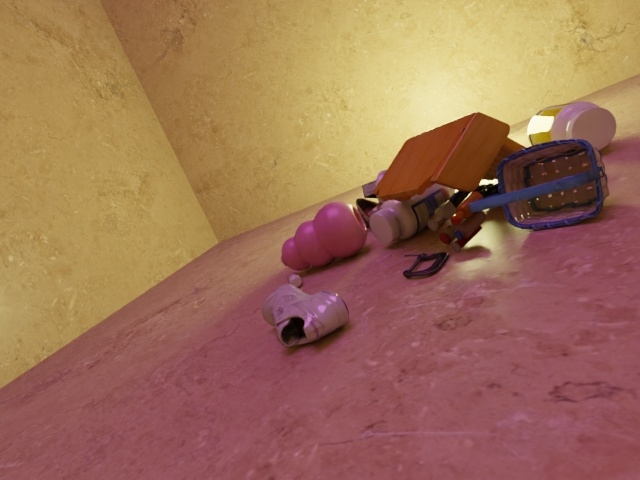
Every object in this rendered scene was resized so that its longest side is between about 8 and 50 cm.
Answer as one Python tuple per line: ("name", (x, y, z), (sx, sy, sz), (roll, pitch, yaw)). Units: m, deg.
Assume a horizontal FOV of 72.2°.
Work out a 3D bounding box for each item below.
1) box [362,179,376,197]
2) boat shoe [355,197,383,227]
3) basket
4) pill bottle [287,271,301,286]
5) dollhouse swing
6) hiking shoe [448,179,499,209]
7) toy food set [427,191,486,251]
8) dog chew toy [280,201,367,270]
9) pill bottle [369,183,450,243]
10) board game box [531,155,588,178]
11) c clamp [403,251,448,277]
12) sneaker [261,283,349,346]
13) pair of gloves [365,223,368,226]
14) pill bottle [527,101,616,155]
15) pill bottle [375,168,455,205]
("box", (0.399, -0.270, 2.104), (0.293, 0.073, 0.295), (-15, -7, 37))
("boat shoe", (0.221, -0.115, 1.851), (0.104, 0.089, 0.285), (-36, 22, -11))
("basket", (0.523, -0.126, 1.036), (0.289, 0.201, 0.254), (-22, 6, -42))
("pill bottle", (-0.089, 0.136, 1.507), (0.043, 0.043, 0.083), (-26, 11, -9))
("dollhouse swing", (0.408, -0.176, 1.294), (0.315, 0.305, 0.347), (-57, 18, -12))
("hiking shoe", (0.532, -0.149, 1.437), (0.226, 0.086, 0.114), (-21, 8, 10))
("toy food set", (0.355, -0.037, 1.186), (0.104, 0.111, 0.232), (-41, 3, -20))
("dog chew toy", (0.000, 0.000, 1.594), (0.331, 0.207, 0.206), (-29, 9, 17))
("pill bottle", (0.303, -0.096, 1.502), (0.272, 0.152, 0.152), (-29, 12, -25))
("board game box", (0.703, -0.221, 1.370), (0.193, 0.045, 0.147), (-14, 26, 6))
("c clamp", (0.268, 0.064, 1.163), (0.137, 0.022, 0.160), (-11, 14, 31))
("sneaker", (-0.076, 0.182, 1.061), (0.152, 0.114, 0.305), (-30, 12, -37))
("pair of gloves", (0.286, -0.132, 2.012), (0.204, 0.042, 0.240), (-22, 12, 8))
("pill bottle", (0.900, -0.398, 1.583), (0.188, 0.188, 0.334), (-22, 11, 10))
("pill bottle", (0.397, -0.226, 1.830), (0.301, 0.169, 0.169), (-1, 22, 32))
